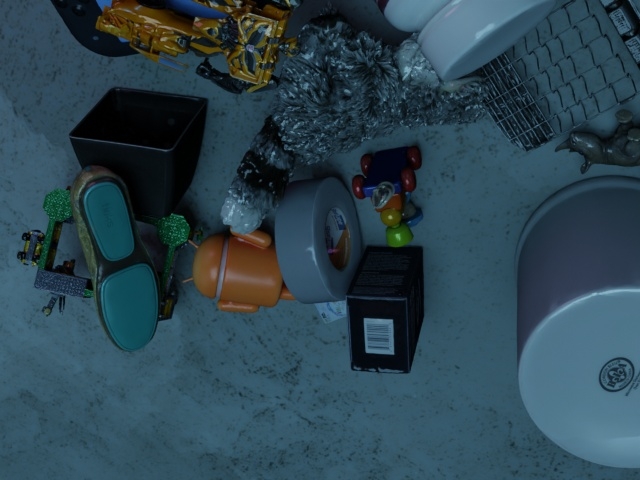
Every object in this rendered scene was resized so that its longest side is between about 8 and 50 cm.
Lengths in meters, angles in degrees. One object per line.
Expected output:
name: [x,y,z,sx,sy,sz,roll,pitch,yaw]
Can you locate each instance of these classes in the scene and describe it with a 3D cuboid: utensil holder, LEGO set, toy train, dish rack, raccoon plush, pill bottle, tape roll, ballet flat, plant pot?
utensil holder: [0.465,0.116,1.399,0.327,0.385,0.328,6,116,12]
LEGO set: [-0.391,0.033,1.721,0.331,0.192,0.255,5,87,1]
toy train: [0.118,-0.049,1.488,0.105,0.248,0.143,-8,117,17]
dish rack: [0.386,-0.274,1.413,0.271,0.074,0.208,-29,103,26]
raccoon plush: [0.072,-0.161,1.427,0.299,0.216,0.446,29,107,8]
pill bottle: [0.142,-0.436,1.233,0.224,0.224,0.392,-35,84,25]
tape roll: [0.000,0.000,1.550,0.072,0.219,0.219,-6,113,24]
ballet flat: [-0.359,0.028,1.552,0.123,0.123,0.349,0,119,14]
plant pot: [-0.315,-0.151,1.593,0.187,0.188,0.167,9,128,9]

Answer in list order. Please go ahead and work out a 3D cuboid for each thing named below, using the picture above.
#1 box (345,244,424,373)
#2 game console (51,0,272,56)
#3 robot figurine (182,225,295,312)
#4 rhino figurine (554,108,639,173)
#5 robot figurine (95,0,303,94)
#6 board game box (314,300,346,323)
box: [0.120,0.118,1.586,0.108,0.207,0.153,2,114,13]
game console: [-0.255,-0.428,1.299,0.386,0.060,0.342,-5,143,19]
robot figurine: [-0.142,0.053,1.653,0.219,0.128,0.158,8,154,-7]
rhino figurine: [0.501,-0.157,1.427,0.243,0.073,0.106,-7,150,18]
robot figurine: [-0.168,-0.318,1.276,0.291,0.085,0.211,21,126,2]
board game box: [0.029,0.106,1.709,0.090,0.020,0.090,-21,108,22]
